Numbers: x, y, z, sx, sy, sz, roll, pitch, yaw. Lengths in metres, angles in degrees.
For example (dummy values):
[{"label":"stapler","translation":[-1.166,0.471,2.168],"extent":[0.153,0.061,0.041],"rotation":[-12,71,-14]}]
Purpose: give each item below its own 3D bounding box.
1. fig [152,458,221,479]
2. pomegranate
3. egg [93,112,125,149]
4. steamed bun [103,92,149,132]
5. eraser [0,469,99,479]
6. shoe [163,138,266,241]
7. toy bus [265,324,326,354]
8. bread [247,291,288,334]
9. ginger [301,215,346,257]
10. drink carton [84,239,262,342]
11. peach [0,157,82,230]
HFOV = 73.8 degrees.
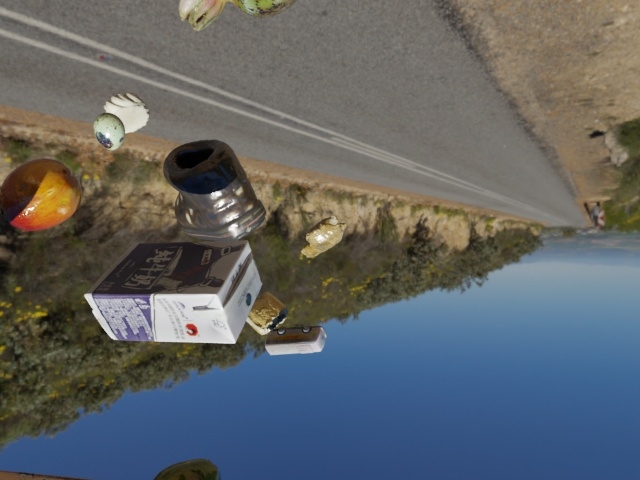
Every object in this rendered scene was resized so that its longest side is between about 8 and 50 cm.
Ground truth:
[{"label":"fig","translation":[-0.367,0.691,1.171],"extent":[0.181,0.180,0.191],"rotation":[-1,-155,47]},{"label":"pomegranate","translation":[-0.182,-0.602,0.940],"extent":[0.341,0.285,0.285],"rotation":[-41,171,7]},{"label":"egg","translation":[-0.630,-0.325,1.274],"extent":[0.085,0.110,0.085],"rotation":[8,-163,-2]},{"label":"steamed bun","translation":[-0.787,-0.526,1.732],"extent":[0.183,0.106,0.183],"rotation":[-32,163,-11]},{"label":"eraser","translation":[-0.628,0.592,0.900],"extent":[0.087,0.171,0.291],"rotation":[-39,132,17]},{"label":"shoe","translation":[-0.304,-0.133,1.095],"extent":[0.171,0.237,0.384],"rotation":[-37,-154,-23]},{"label":"toy bus","translation":[-0.072,0.287,1.223],"extent":[0.172,0.072,0.057],"rotation":[-8,131,17]},{"label":"bread","translation":[-0.170,0.227,1.308],"extent":[0.106,0.082,0.125],"rotation":[32,-131,26]},{"label":"ginger","translation":[-0.006,0.000,1.118],"extent":[0.096,0.067,0.165],"rotation":[-3,150,-44]},{"label":"drink carton","translation":[-0.218,0.078,0.666],"extent":[0.223,0.101,0.134],"rotation":[-1,-148,15]},{"label":"peach","translation":[-1.026,-0.162,1.562],"extent":[0.281,0.281,0.238],"rotation":[-1,134,45]}]
